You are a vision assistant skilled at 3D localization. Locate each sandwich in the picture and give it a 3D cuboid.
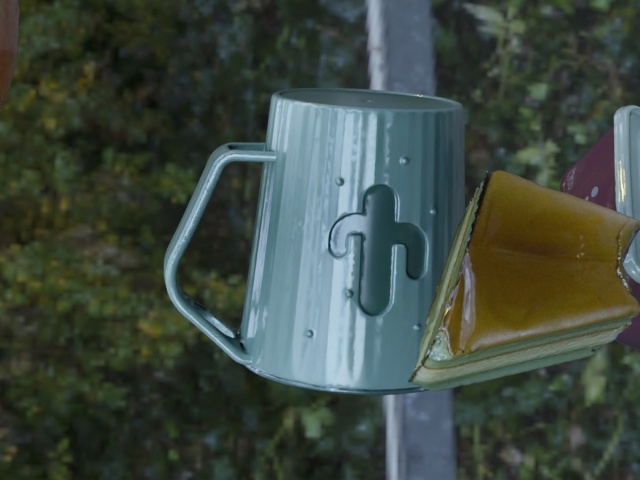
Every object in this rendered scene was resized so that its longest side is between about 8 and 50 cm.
[{"bbox_3d":[0.224,0.074,1.547,0.155,0.198,0.227,110,-179,-64],"label":"sandwich"}]

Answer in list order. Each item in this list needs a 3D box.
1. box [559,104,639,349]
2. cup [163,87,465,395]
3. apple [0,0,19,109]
[{"bbox_3d":[0.421,-0.007,1.900,0.167,0.193,0.294,-47,29,48],"label":"box"},{"bbox_3d":[0.017,0.004,1.955,0.310,0.401,0.392,17,108,51],"label":"cup"},{"bbox_3d":[-0.478,-0.206,1.505,0.252,0.314,0.309,-12,76,53],"label":"apple"}]
